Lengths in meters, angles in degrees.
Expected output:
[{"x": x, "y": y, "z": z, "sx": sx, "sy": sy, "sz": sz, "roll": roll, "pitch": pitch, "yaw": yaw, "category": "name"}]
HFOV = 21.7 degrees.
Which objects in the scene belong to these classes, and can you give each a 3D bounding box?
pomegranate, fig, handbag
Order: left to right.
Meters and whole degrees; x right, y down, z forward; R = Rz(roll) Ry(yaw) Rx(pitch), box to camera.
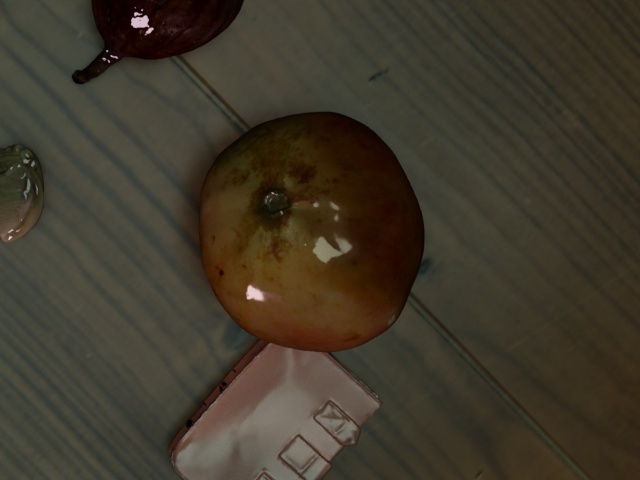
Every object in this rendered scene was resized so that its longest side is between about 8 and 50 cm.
[{"x": -0.180, "y": -0.258, "z": 1.764, "sx": 0.202, "sy": 0.148, "sz": 0.149, "roll": -42, "pitch": 133, "yaw": -17, "category": "fig"}, {"x": -0.051, "y": 0.212, "z": 1.862, "sx": 0.157, "sy": 0.059, "sz": 0.212, "roll": 42, "pitch": 88, "yaw": -8, "category": "handbag"}, {"x": 0.000, "y": 0.000, "z": 1.777, "sx": 0.229, "sy": 0.270, "sz": 0.252, "roll": -19, "pitch": 62, "yaw": 17, "category": "pomegranate"}]

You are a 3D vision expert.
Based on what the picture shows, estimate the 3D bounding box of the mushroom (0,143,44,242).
[{"x": -0.465, "y": 0.026, "z": 1.753, "sx": 0.397, "sy": 0.126, "sz": 0.177, "roll": -46, "pitch": 109, "yaw": -4, "category": "mushroom"}]
